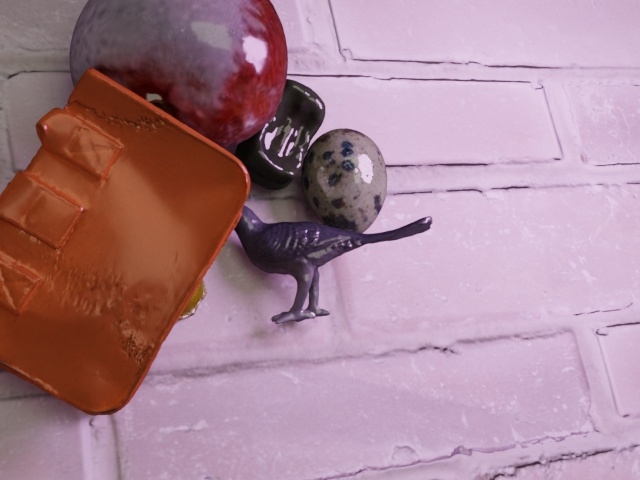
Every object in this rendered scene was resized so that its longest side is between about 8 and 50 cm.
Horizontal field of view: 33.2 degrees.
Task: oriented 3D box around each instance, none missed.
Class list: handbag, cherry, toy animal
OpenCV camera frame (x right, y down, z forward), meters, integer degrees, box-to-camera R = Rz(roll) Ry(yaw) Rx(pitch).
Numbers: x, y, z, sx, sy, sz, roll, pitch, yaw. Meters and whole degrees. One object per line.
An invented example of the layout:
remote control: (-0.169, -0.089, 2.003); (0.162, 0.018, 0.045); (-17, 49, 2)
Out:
handbag: (-0.308, 0.011, 1.474); (0.303, 0.116, 0.410); (32, 83, -9)
cherry: (-0.217, -0.289, 1.634); (0.326, 0.291, 0.335); (-8, 50, -12)
toy animal: (-0.022, 0.032, 1.671); (0.367, 0.081, 0.206); (9, 89, 6)

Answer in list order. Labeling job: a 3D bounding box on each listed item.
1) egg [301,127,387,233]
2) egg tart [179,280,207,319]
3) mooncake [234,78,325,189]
egg: (0.039, -0.094, 1.752); (0.141, 0.141, 0.182); (0, 75, -27)
egg tart: (-0.219, 0.069, 1.619); (0.105, 0.039, 0.105); (10, 64, -22)
mooncake: (-0.062, -0.168, 1.717); (0.104, 0.175, 0.168); (30, 18, -9)
